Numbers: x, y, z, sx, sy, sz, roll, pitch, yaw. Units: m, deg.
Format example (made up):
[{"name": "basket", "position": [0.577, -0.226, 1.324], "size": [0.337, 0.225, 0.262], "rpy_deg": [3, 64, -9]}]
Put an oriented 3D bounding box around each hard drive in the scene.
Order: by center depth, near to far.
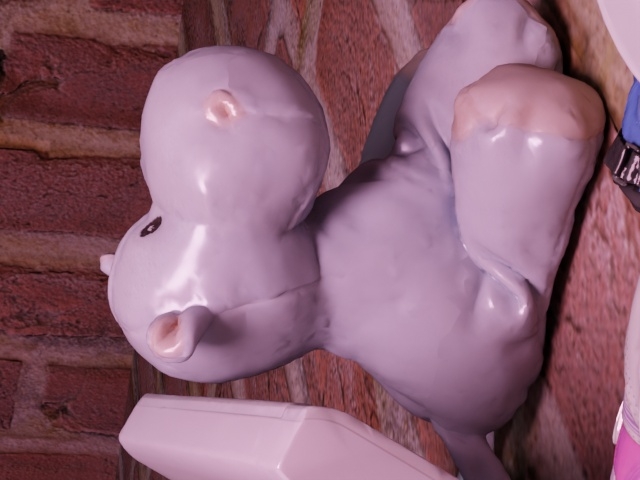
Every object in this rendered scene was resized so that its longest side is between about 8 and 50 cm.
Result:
[{"name": "hard drive", "position": [0.026, 0.137, 0.823], "size": [0.040, 0.203, 0.307], "rpy_deg": [-61, 13, -12]}]

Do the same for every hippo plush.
[{"name": "hippo plush", "position": [0.000, 0.000, 0.956], "size": [0.234, 0.237, 0.294], "rpy_deg": [-127, 42, -72]}]

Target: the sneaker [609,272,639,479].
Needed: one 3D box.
[{"name": "sneaker", "position": [0.137, 0.094, 0.607], "size": [0.111, 0.103, 0.252], "rpy_deg": [-179, 93, -76]}]

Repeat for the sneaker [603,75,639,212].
[{"name": "sneaker", "position": [0.153, -0.046, 0.677], "size": [0.152, 0.058, 0.084], "rpy_deg": [-129, 50, -79]}]

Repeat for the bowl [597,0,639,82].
[{"name": "bowl", "position": [0.174, -0.172, 0.445], "size": [0.298, 0.134, 0.297], "rpy_deg": [-176, 90, -78]}]
